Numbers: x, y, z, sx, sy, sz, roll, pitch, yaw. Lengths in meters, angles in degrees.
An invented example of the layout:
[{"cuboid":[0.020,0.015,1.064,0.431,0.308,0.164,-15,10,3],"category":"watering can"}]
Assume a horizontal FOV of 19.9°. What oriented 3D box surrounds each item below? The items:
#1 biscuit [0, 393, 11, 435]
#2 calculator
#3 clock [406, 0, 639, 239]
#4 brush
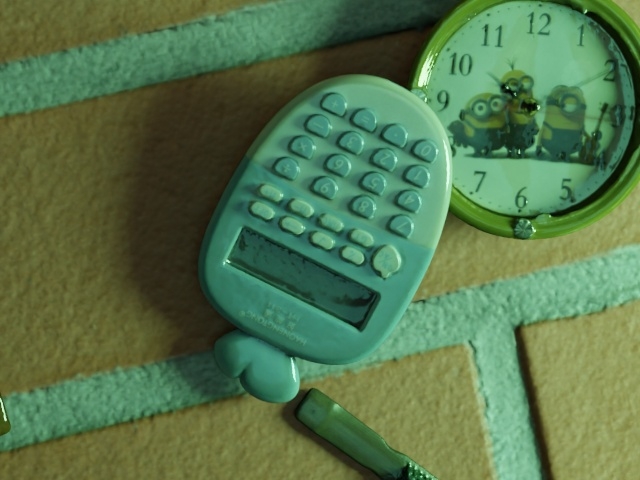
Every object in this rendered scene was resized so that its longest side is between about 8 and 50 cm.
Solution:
[{"cuboid":[-0.414,0.189,1.558,0.302,0.043,0.278,-22,97,-6],"category":"biscuit"},{"cuboid":[0.000,0.000,1.584,0.188,0.042,0.302,27,104,-5],"category":"calculator"},{"cuboid":[0.185,-0.118,1.615,0.237,0.057,0.237,-1,98,-7],"category":"clock"},{"cuboid":[0.059,0.200,1.637,0.190,0.027,0.034,38,87,-8],"category":"brush"}]
